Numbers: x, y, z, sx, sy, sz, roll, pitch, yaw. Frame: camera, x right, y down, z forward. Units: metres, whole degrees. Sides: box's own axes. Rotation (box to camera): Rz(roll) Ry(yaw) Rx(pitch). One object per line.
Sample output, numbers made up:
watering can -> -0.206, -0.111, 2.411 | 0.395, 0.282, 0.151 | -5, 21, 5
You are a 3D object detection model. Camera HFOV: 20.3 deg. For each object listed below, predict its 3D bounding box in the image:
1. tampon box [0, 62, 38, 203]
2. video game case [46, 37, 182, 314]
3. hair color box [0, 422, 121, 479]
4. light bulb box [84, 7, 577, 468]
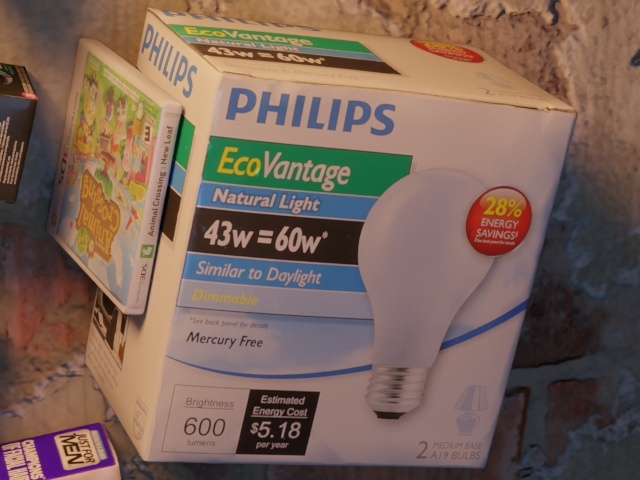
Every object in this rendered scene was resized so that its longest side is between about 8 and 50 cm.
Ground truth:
tampon box -> -0.345, -0.108, 1.588 | 0.161, 0.120, 0.101 | 9, 107, -19
video game case -> -0.189, -0.062, 1.601 | 0.023, 0.212, 0.193 | 2, 110, -29
hair color box -> -0.355, 0.313, 1.752 | 0.338, 0.110, 0.185 | -12, 112, -13
light bulb box -> 0.000, 0.000, 1.658 | 0.358, 0.225, 0.361 | 3, 109, -24
